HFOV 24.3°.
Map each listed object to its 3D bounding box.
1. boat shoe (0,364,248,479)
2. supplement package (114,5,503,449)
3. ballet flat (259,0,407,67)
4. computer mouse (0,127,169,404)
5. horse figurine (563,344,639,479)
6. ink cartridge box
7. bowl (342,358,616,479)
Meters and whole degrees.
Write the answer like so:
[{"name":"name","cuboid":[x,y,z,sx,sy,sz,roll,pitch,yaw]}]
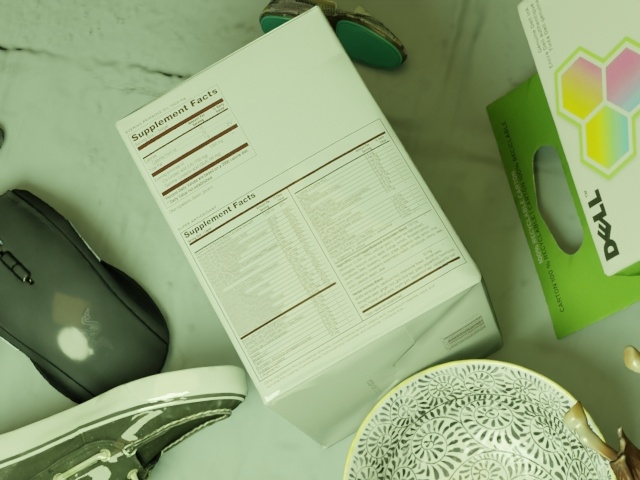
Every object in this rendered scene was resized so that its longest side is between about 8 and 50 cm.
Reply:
[{"name":"boat shoe","cuboid":[-0.144,0.147,1.012,0.219,0.078,0.070,-22,70,13]},{"name":"supplement package","cuboid":[0.000,0.000,0.958,0.149,0.194,0.203,-30,72,1]},{"name":"ballet flat","cuboid":[0.013,-0.158,1.085,0.114,0.041,0.041,16,78,14]},{"name":"computer mouse","cuboid":[-0.245,0.042,1.066,0.184,0.060,0.262,-43,71,-4]},{"name":"horse figurine","cuboid":[0.260,0.115,0.895,0.174,0.066,0.263,42,43,18]},{"name":"ink cartridge box","cuboid":[0.179,-0.062,0.918,0.255,0.097,0.189,-35,64,46]},{"name":"bowl","cuboid":[0.104,0.166,0.951,0.170,0.080,0.170,-3,74,11]}]
